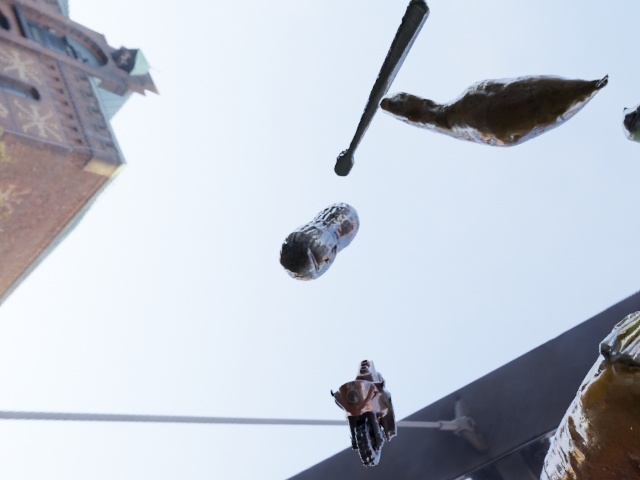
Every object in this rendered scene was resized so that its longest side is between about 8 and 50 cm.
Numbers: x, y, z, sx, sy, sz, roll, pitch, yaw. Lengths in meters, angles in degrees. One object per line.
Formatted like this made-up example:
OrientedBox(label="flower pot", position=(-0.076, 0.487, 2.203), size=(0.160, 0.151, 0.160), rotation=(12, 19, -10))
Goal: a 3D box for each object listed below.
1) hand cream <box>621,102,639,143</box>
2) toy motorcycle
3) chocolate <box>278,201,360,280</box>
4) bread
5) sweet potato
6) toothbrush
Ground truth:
OrientedBox(label="hand cream", position=(0.526, -0.132, 0.744), size=(0.235, 0.086, 0.055), rotation=(25, -109, 21))
OrientedBox(label="toy motorcycle", position=(0.071, 0.243, 0.845), size=(0.084, 0.212, 0.118), rotation=(-17, -82, 11))
OrientedBox(label="chocolate", position=(0.000, 0.000, 1.125), size=(0.110, 0.248, 0.110), rotation=(15, -59, 27))
OrientedBox(label="bread", position=(0.263, 0.178, 0.442), size=(0.136, 0.107, 0.241), rotation=(30, -40, 35))
OrientedBox(label="sweet potato", position=(0.173, -0.139, 0.605), size=(0.269, 0.075, 0.074), rotation=(9, -91, 44))
OrientedBox(label="toothbrush", position=(0.081, -0.209, 0.798), size=(0.030, 0.030, 0.297), rotation=(-90, -160, -44))
